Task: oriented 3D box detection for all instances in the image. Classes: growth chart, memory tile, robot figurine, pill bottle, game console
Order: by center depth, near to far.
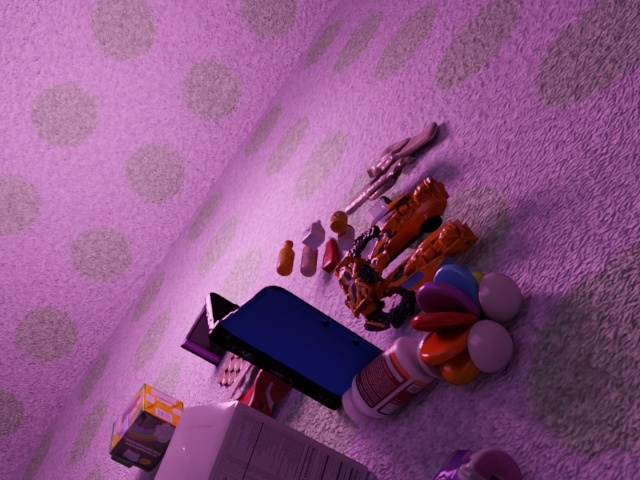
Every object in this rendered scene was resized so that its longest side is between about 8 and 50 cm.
[{"bbox_3d":[0.107,0.232,1.098,0.152,0.086,0.086,-45,25,25],"label":"pill bottle"},{"bbox_3d":[-0.040,0.163,1.223,0.173,0.293,0.250,-51,22,9],"label":"game console"},{"bbox_3d":[0.136,0.031,1.234,0.291,0.085,0.211,-45,50,25],"label":"robot figurine"},{"bbox_3d":[-0.178,0.310,1.584,0.237,0.021,0.172,-57,3,-24],"label":"growth chart"},{"bbox_3d":[-0.215,0.322,1.736,0.148,0.012,0.113,-15,46,58],"label":"memory tile"}]

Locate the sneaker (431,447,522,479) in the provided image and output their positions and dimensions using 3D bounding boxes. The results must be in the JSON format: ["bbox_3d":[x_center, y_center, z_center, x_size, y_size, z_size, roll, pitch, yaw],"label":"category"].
[{"bbox_3d":[0.154,0.359,0.838,0.236,0.095,0.104,-56,15,-12],"label":"sneaker"}]

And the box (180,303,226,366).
[{"bbox_3d":[-0.295,0.249,1.861,0.162,0.116,0.029,-60,21,-10],"label":"box"}]

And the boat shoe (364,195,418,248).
[{"bbox_3d":[0.154,-0.048,1.393,0.081,0.079,0.227,-59,19,6],"label":"boat shoe"}]

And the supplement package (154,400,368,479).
[{"bbox_3d":[-0.104,0.402,1.065,0.199,0.262,0.198,-24,39,52],"label":"supplement package"}]

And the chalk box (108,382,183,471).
[{"bbox_3d":[-0.490,0.530,1.857,0.213,0.132,0.132,-50,23,11],"label":"chalk box"}]

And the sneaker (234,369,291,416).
[{"bbox_3d":[-0.135,0.322,1.477,0.221,0.087,0.128,-60,24,-11],"label":"sneaker"}]

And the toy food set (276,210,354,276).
[{"bbox_3d":[0.000,0.000,1.598,0.232,0.111,0.105,-44,25,34],"label":"toy food set"}]

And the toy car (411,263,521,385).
[{"bbox_3d":[0.198,0.115,1.004,0.159,0.136,0.182,-26,37,52],"label":"toy car"}]

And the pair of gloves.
[{"bbox_3d":[0.157,-0.172,1.538,0.204,0.042,0.240,-32,16,48],"label":"pair of gloves"}]
